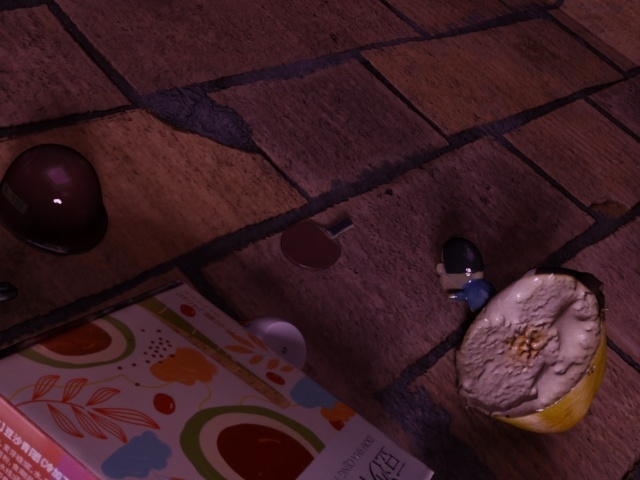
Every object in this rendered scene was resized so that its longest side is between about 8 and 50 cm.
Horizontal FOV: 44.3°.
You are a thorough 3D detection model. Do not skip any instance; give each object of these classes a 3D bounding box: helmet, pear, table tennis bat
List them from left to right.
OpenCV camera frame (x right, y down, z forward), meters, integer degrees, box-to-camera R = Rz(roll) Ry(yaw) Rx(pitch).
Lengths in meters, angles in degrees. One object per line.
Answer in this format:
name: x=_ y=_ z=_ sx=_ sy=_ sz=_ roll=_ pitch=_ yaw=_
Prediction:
helmet: x=-0.376 y=-0.072 z=1.121 sx=0.155 sy=0.106 sz=0.175 roll=-16 pitch=60 yaw=-37
table tennis bat: x=0.000 y=0.000 z=1.307 sx=0.095 sy=0.014 sz=0.158 roll=41 pitch=45 yaw=18
pear: x=0.345 y=0.184 z=1.185 sx=0.178 sy=0.267 sz=0.266 roll=43 pitch=31 yaw=-32

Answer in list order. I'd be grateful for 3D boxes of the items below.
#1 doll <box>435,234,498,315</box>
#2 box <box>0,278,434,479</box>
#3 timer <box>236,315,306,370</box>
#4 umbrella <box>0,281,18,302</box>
doll: x=0.248 y=0.074 z=1.312 sx=0.102 sy=0.089 sz=0.179 roll=-9 pitch=76 yaw=-34
box: x=-0.115 y=0.226 z=0.794 sx=0.385 sy=0.122 sz=0.344 roll=35 pitch=21 yaw=13
timer: x=-0.095 y=0.149 z=1.035 sx=0.136 sy=0.136 sz=0.099 roll=10 pitch=73 yaw=-18
umbrella: x=-0.499 y=0.008 z=1.000 sx=0.248 sy=0.070 sz=0.071 roll=31 pitch=41 yaw=6
